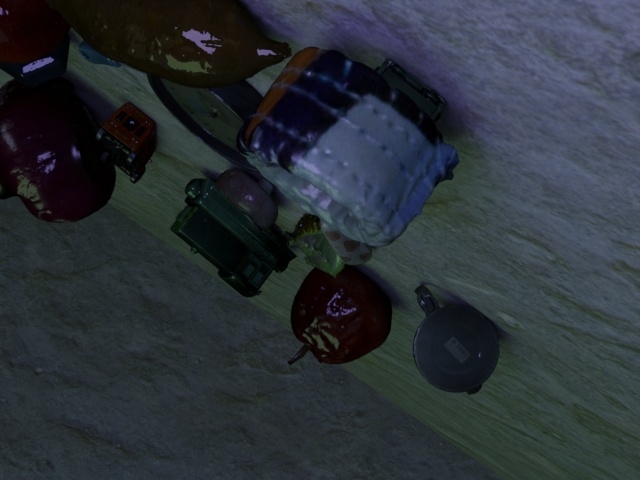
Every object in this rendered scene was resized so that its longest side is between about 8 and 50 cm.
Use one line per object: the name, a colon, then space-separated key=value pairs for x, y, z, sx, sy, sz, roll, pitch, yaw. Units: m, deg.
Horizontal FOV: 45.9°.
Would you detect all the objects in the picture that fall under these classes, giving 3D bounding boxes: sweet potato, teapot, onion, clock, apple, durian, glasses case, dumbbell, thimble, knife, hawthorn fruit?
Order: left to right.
apple: x=-0.496 y=-0.390 z=1.194 sx=0.218 sy=0.218 sz=0.201 roll=44 pitch=161 yaw=-27
dumbbell: x=-0.586 y=-0.427 z=1.447 sx=0.144 sy=0.160 sz=0.325 roll=5 pitch=167 yaw=-3
onion: x=-0.760 y=-0.211 z=1.945 sx=0.398 sy=0.420 sz=0.398 roll=162 pitch=90 yaw=-87
knife: x=-0.380 y=-0.347 z=1.454 sx=0.244 sy=0.032 sz=0.058 roll=22 pitch=152 yaw=32
sweet potato: x=-0.208 y=-0.283 z=0.994 sx=0.369 sy=0.158 sz=0.158 roll=31 pitch=165 yaw=25
clock: x=-0.179 y=-0.224 z=1.302 sx=0.280 sy=0.055 sz=0.280 roll=34 pitch=165 yaw=10
durian: x=0.000 y=0.000 z=1.491 sx=0.086 sy=0.100 sz=0.215 roll=20 pitch=165 yaw=39
hawthorn fruit: x=0.027 y=0.187 z=1.717 sx=0.230 sy=0.266 sz=0.210 roll=41 pitch=-176 yaw=-4
thimble: x=0.029 y=-0.100 z=0.871 sx=0.237 sy=0.150 sz=0.237 roll=35 pitch=174 yaw=4
glasses case: x=0.051 y=-0.003 z=1.439 sx=0.063 sy=0.041 sz=0.164 roll=-16 pitch=143 yaw=15
teapot: x=0.248 y=0.197 z=1.477 sx=0.239 sy=0.162 sz=0.149 roll=61 pitch=178 yaw=3

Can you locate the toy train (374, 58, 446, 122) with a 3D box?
toy train: x=0.097 y=-0.164 z=0.871 sx=0.093 sy=0.038 sz=0.056 roll=36 pitch=169 yaw=1

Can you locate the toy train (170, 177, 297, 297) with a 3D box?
toy train: x=-0.219 y=-0.005 z=1.845 sx=0.330 sy=0.178 sz=0.138 roll=42 pitch=166 yaw=-24

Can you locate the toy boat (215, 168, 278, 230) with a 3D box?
toy boat: x=-0.147 y=-0.098 z=1.620 sx=0.155 sy=0.085 sz=0.227 roll=48 pitch=175 yaw=-9

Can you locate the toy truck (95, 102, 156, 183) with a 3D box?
toy truck: x=-0.460 y=-0.232 z=1.827 sx=0.107 sy=0.114 sz=0.252 roll=37 pitch=164 yaw=-3
